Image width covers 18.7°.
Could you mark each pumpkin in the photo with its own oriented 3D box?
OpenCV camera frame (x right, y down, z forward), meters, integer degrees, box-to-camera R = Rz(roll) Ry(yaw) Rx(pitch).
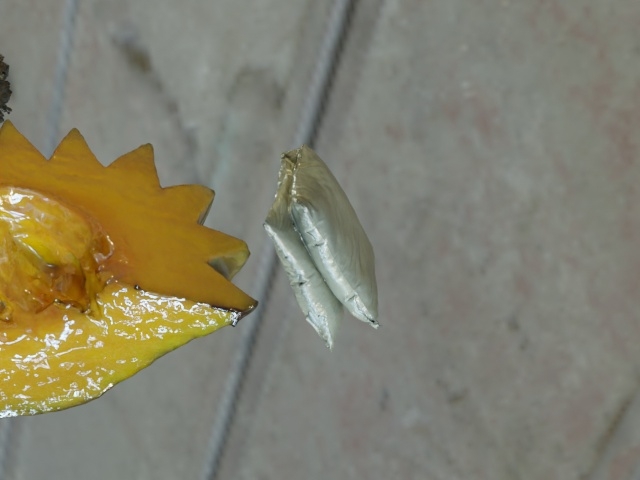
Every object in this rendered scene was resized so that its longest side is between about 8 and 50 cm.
[{"bbox_3d":[-0.179,0.020,1.221,0.130,0.254,0.149,-96,23,-49],"label":"pumpkin"}]

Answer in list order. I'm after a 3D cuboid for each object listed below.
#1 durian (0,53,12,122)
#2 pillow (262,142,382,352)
[{"bbox_3d":[-0.298,-0.107,1.310,0.196,0.196,0.167,56,175,36],"label":"durian"},{"bbox_3d":[0.000,0.000,1.954,0.134,0.077,0.181,-82,-30,-50],"label":"pillow"}]
